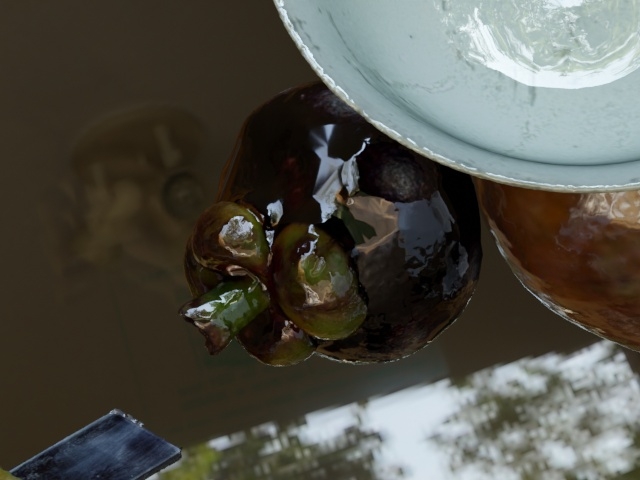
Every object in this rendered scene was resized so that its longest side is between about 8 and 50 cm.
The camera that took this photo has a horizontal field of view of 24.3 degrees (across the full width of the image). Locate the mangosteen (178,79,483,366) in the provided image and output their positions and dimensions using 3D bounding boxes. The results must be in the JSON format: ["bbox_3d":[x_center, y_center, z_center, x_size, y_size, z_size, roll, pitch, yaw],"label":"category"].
[{"bbox_3d":[0.003,0.000,1.324,0.288,0.287,0.233,-27,-36,13],"label":"mangosteen"}]

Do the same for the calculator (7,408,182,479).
[{"bbox_3d":[-0.346,0.339,2.198,0.262,0.161,0.021,-27,-50,-42],"label":"calculator"}]

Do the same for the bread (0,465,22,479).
[{"bbox_3d":[-0.390,0.241,1.124,0.238,0.196,0.252,-33,-9,29],"label":"bread"}]

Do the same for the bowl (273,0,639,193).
[{"bbox_3d":[0.183,-0.198,1.060,0.435,0.434,0.196,-20,-23,1],"label":"bowl"}]

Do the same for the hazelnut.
[{"bbox_3d":[0.356,-0.064,1.453,0.409,0.359,0.359,23,-48,-38],"label":"hazelnut"}]
